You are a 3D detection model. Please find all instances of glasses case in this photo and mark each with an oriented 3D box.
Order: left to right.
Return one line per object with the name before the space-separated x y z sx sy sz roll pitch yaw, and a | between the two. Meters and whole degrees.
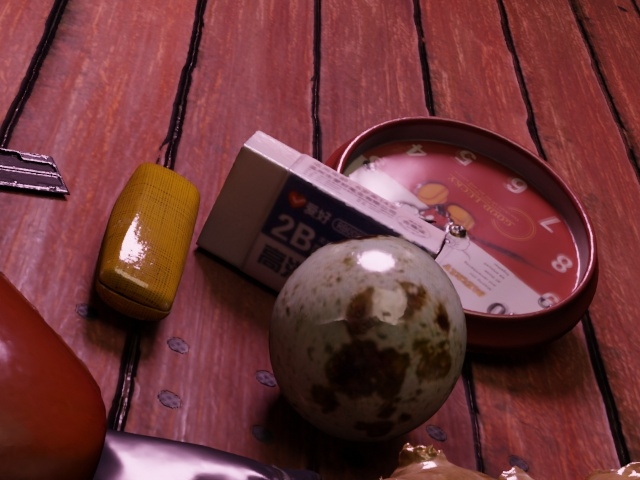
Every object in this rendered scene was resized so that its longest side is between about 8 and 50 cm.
glasses case | -0.157 -0.003 1.439 0.079 0.064 0.234 24 26 -10

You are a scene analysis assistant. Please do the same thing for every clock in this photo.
clock | 0.142 -0.006 1.674 0.318 0.080 0.318 12 45 -12

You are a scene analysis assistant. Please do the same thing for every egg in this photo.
egg | 0.042 0.077 1.363 0.169 0.169 0.231 26 23 -1

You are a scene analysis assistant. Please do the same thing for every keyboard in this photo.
keyboard | -0.330 -0.073 1.469 0.198 0.010 0.063 8 33 -34

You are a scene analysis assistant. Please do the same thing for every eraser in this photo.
eraser | 0.000 0.000 1.513 0.210 0.124 0.068 30 27 4

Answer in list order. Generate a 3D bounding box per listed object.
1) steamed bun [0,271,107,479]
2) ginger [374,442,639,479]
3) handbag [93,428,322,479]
steamed bun | -0.321 0.086 0.925 0.379 0.235 0.248 41 26 26
ginger | 0.154 0.257 1.088 0.375 0.166 0.236 4 54 -37
handbag | -0.081 0.223 1.072 0.211 0.088 0.254 12 30 -17
